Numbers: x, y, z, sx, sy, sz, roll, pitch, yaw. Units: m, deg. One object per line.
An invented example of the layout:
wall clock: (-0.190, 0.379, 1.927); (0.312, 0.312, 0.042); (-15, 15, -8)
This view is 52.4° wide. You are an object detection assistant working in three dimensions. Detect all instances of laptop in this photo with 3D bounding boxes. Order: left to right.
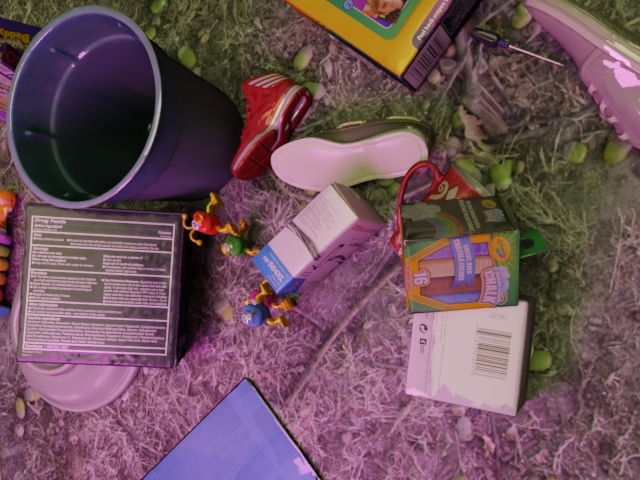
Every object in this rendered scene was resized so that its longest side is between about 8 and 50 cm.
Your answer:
laptop: (-0.190, 0.546, 1.187); (0.236, 0.408, 0.382); (40, 106, -14)

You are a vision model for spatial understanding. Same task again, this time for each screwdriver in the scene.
screwdriver: (0.333, -0.327, 1.105); (0.170, 0.025, 0.024); (29, 99, 24)

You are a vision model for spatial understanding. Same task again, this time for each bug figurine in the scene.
bug figurine: (-0.144, 0.054, 1.199); (0.072, 0.216, 0.279); (-32, 77, 7)

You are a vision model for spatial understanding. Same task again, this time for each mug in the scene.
mug: (0.196, -0.045, 1.111); (0.169, 0.113, 0.150); (-49, 65, 19)

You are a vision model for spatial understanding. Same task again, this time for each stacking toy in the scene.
stacking toy: (-0.799, 0.017, 1.544); (0.166, 0.175, 0.301); (15, 82, 22)

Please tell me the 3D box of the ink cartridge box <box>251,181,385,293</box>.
ink cartridge box: (0.000, 0.000, 1.170); (0.203, 0.148, 0.086); (-42, 72, 17)

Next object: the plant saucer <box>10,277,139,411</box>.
plant saucer: (-0.568, 0.185, 1.444); (0.400, 0.100, 0.400); (-1, 87, 24)

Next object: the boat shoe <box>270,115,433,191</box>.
boat shoe: (0.056, -0.162, 1.186); (0.305, 0.091, 0.109); (-4, 123, 26)

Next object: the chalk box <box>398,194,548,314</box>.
chalk box: (0.232, 0.018, 0.995); (0.213, 0.132, 0.132); (-4, 118, 5)

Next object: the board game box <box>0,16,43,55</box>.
board game box: (-0.684, -0.395, 1.356); (0.233, 0.347, 0.078); (0, 87, 51)

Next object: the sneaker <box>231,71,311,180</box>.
sneaker: (-0.124, -0.232, 1.287); (0.128, 0.087, 0.221); (40, 91, 29)

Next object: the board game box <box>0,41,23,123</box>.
board game box: (-0.595, -0.277, 1.349); (0.208, 0.347, 0.056); (-3, 67, 22)

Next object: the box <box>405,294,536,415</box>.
box: (0.247, 0.171, 1.065); (0.182, 0.119, 0.181); (6, 90, 25)

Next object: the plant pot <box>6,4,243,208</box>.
plant pot: (-0.335, -0.213, 1.232); (0.341, 0.334, 0.341); (-2, 86, 24)

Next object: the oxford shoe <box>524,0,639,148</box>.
oxford shoe: (0.468, -0.227, 0.976); (0.449, 0.169, 0.130); (47, 127, 19)

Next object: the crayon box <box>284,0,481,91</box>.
crayon box: (0.145, -0.506, 1.156); (0.313, 0.106, 0.363); (41, 103, 22)

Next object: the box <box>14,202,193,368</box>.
box: (-0.409, 0.085, 1.278); (0.296, 0.183, 0.294); (4, 89, -5)
